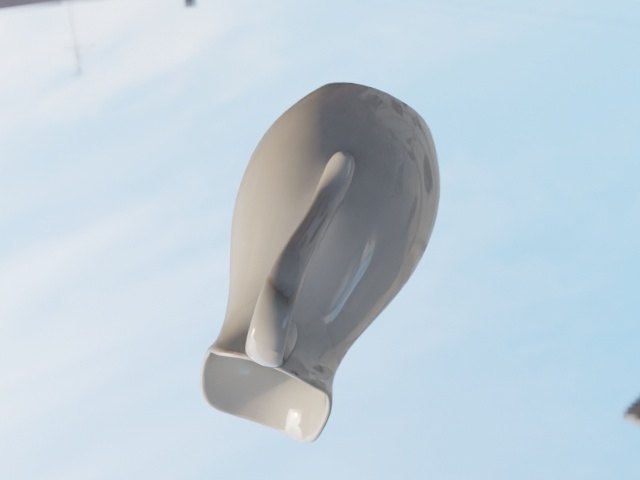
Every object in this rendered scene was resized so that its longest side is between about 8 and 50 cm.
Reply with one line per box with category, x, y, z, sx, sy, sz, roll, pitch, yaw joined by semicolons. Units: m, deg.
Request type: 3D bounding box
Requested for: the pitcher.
pitcher;0.000;0.000;0.864;0.125;0.178;0.207;21;-111;3
